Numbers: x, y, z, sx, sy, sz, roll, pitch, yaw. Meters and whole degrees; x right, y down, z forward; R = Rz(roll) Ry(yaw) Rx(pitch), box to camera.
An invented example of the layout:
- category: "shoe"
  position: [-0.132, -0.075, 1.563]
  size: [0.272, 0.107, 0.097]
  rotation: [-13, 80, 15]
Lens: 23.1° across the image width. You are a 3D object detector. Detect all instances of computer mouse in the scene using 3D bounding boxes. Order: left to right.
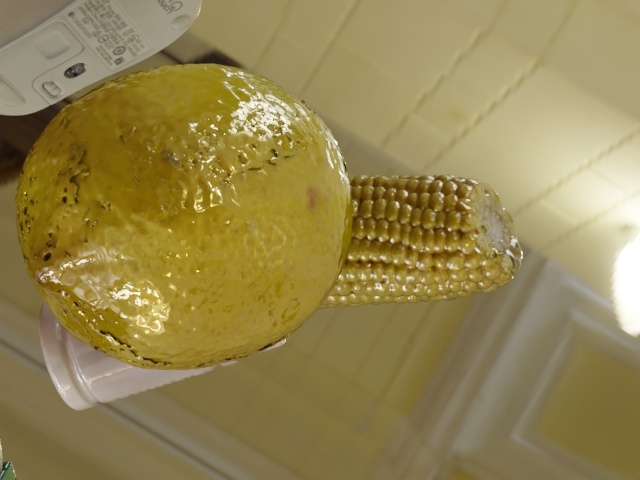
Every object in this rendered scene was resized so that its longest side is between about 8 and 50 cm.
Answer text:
- category: "computer mouse"
  position: [-0.278, -0.252, 1.731]
  size: [0.297, 0.121, 0.184]
  rotation: [-32, 149, 8]

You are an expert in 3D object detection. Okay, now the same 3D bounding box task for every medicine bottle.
- category: "medicine bottle"
  position: [-0.174, 0.093, 1.735]
  size: [0.249, 0.133, 0.133]
  rotation: [-18, -169, 8]

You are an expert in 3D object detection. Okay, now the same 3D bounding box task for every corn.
- category: "corn"
  position: [0.000, 0.000, 1.546]
  size: [0.144, 0.387, 0.144]
  rotation: [-6, 90, -74]

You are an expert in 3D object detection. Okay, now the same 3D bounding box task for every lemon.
- category: "lemon"
  position: [-0.107, -0.021, 1.312]
  size: [0.310, 0.258, 0.258]
  rotation: [-8, 149, -35]

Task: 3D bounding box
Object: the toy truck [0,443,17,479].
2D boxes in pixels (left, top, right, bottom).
- category: "toy truck"
  position: [-0.373, 0.294, 1.399]
  size: [0.176, 0.178, 0.363]
  rotation: [-13, -163, 11]
